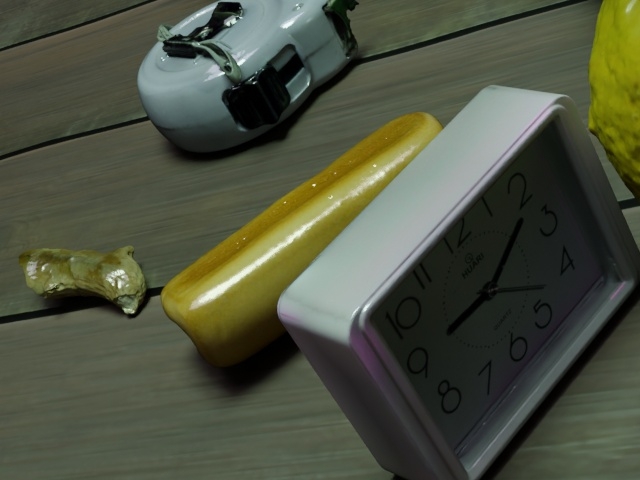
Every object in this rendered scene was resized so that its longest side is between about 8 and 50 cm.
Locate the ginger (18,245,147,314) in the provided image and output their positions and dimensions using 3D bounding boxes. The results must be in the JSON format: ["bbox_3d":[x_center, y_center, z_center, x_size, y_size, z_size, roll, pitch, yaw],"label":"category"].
[{"bbox_3d":[-0.195,0.030,0.975,0.137,0.044,0.057,4,17,33],"label":"ginger"}]

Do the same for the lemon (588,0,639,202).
[{"bbox_3d":[0.247,-0.082,0.626,0.192,0.231,0.192,-46,3,3],"label":"lemon"}]

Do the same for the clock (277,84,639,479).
[{"bbox_3d":[0.088,0.028,0.659,0.197,0.150,0.063,-45,33,-21],"label":"clock"}]

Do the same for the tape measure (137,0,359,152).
[{"bbox_3d":[-0.084,-0.167,1.088,0.196,0.105,0.178,7,49,41],"label":"tape measure"}]

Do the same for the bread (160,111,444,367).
[{"bbox_3d":[0.000,0.000,0.831,0.239,0.074,0.092,-36,18,-11],"label":"bread"}]
